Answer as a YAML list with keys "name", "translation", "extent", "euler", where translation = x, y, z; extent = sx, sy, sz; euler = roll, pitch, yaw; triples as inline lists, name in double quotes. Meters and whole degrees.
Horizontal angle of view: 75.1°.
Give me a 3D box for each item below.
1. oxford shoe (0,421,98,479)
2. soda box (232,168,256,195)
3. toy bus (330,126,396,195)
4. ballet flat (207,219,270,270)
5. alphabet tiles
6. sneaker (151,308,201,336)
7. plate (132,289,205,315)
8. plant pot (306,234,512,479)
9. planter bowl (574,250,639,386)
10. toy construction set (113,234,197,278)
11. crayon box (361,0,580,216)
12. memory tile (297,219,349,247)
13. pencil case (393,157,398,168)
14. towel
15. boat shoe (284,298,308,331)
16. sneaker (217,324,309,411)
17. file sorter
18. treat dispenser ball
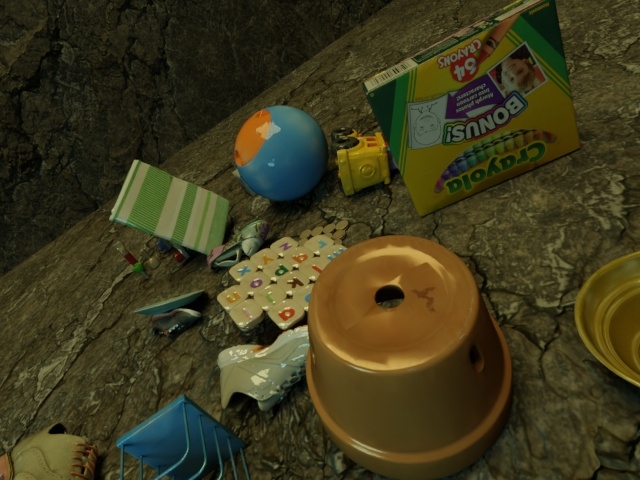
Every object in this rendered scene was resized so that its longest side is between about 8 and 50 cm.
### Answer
- name: "oxford shoe"
  translation: [-0.486, 0.439, 0.774]
  extent: [0.397, 0.140, 0.146]
  euler: [3, 39, 40]
- name: "soda box"
  translation: [-0.182, -0.294, 1.560]
  extent: [0.286, 0.098, 0.091]
  euler: [-40, 32, -12]
- name: "toy bus"
  translation: [0.141, -0.246, 1.186]
  extent: [0.211, 0.149, 0.220]
  euler: [-12, 32, 7]
- name: "ballet flat"
  translation: [-0.232, 0.026, 1.197]
  extent: [0.221, 0.077, 0.079]
  euler: [-29, 50, 14]
- name: "alphabet tiles"
  translation: [-0.073, 0.080, 0.889]
  extent: [0.284, 0.021, 0.278]
  euler: [-31, 33, -21]
- name: "sneaker"
  translation: [-0.372, 0.217, 1.073]
  extent: [0.158, 0.061, 0.065]
  euler: [-17, 59, 28]
- name: "plate"
  translation: [-0.396, 0.168, 1.106]
  extent: [0.188, 0.024, 0.188]
  euler: [-17, 0, 0]
- name: "plant pot"
  translation: [0.103, 0.131, 0.557]
  extent: [0.291, 0.203, 0.291]
  euler: [-11, 43, 10]
- name: "planter bowl"
  translation: [0.423, 0.111, 0.478]
  extent: [0.217, 0.090, 0.217]
  euler: [-22, 33, 15]
- name: "toy construction set"
  translation: [-0.557, -0.041, 1.400]
  extent: [0.309, 0.237, 0.257]
  euler: [-32, 31, 1]
- name: "crayon box"
  translation: [0.317, -0.263, 0.876]
  extent: [0.363, 0.313, 0.106]
  euler: [-24, 29, 14]
- name: "memory tile"
  translation: [0.000, 0.000, 1.075]
  extent: [0.148, 0.012, 0.113]
  euler: [-13, 36, 27]
- name: "pencil case"
  translation: [0.305, -0.281, 1.091]
  extent: [0.124, 0.124, 0.284]
  euler: [7, 46, 46]
- name: "towel"
  translation: [-0.447, -0.096, 1.286]
  extent: [0.038, 0.325, 0.248]
  euler: [-42, 35, 41]
- name: "boat shoe"
  translation: [-0.061, 0.131, 0.892]
  extent: [0.081, 0.068, 0.227]
  euler: [-30, 31, 3]
- name: "sneaker"
  translation: [-0.066, 0.238, 0.746]
  extent: [0.262, 0.099, 0.121]
  euler: [-21, 50, 18]
- name: "file sorter"
  translation: [-0.198, 0.343, 0.624]
  extent: [0.118, 0.170, 0.104]
  euler: [-34, 35, -3]
- name: "treat dispenser ball"
  translation: [-0.118, -0.264, 1.281]
  extent: [0.288, 0.288, 0.288]
  euler: [-22, 33, 15]
